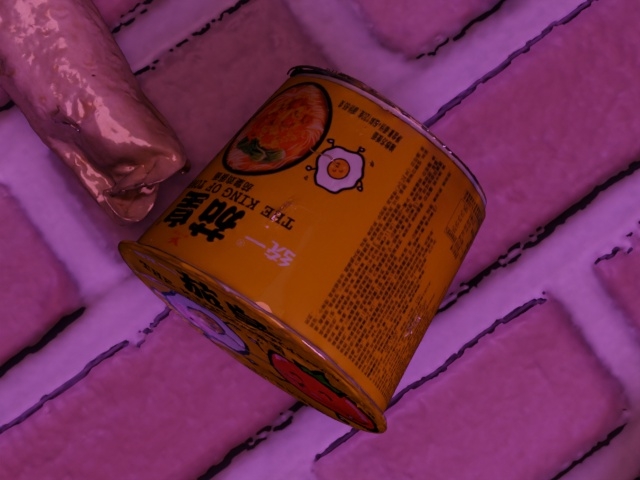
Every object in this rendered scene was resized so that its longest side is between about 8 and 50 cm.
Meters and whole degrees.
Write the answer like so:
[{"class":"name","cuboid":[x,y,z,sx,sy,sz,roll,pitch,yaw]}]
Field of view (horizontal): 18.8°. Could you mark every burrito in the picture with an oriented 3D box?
[{"class":"burrito","cuboid":[-0.158,-0.111,1.145,0.087,0.060,0.226,-36,87,2]}]

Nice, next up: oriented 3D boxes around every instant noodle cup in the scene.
[{"class":"instant noodle cup","cuboid":[0.000,0.000,1.091,0.182,0.182,0.144,35,77,2]}]
